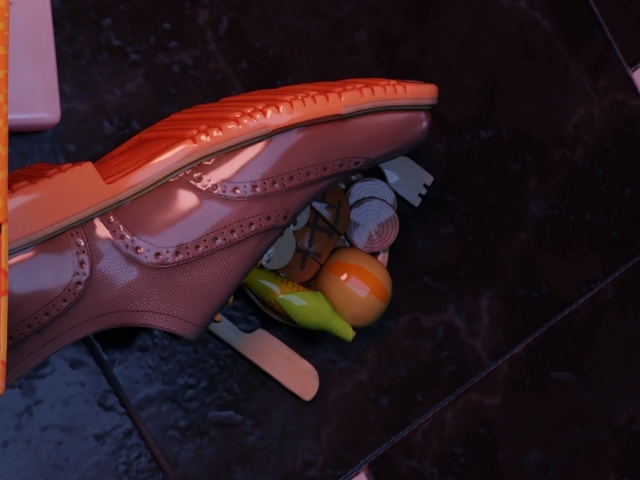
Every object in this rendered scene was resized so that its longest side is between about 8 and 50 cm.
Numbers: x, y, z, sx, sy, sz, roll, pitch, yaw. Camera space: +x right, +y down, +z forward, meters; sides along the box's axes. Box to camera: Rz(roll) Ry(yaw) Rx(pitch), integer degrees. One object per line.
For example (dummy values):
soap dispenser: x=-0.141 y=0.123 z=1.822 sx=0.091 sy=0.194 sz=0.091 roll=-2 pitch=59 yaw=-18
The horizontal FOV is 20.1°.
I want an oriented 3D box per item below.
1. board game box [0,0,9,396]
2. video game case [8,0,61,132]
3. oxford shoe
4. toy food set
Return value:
board game box: x=-0.353 y=-0.099 z=0.848 sx=0.356 sy=0.356 sz=0.356 roll=1 pitch=85 yaw=-20
video game case: x=-0.329 y=-0.211 z=1.098 sx=0.329 sy=0.036 sz=0.300 roll=-4 pitch=85 yaw=-27
oxford shoe: x=-0.079 y=-0.013 z=1.162 sx=0.363 sy=0.130 sz=0.133 roll=-21 pitch=101 yaw=-18
toy food set: x=0.000 y=0.000 z=1.236 sx=0.132 sy=0.038 sz=0.192 roll=36 pitch=69 yaw=-19
